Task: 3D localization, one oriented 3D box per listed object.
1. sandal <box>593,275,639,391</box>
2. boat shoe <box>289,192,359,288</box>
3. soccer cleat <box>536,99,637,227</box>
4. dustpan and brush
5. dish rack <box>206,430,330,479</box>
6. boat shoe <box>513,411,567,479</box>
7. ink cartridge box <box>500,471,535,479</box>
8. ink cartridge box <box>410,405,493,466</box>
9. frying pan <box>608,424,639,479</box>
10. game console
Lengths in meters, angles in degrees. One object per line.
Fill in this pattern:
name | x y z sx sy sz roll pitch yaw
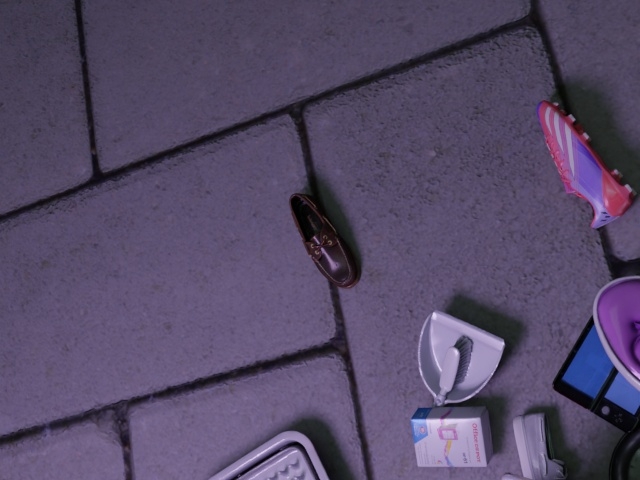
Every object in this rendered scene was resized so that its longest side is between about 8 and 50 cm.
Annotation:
sandal | 0.573 0.208 1.467 0.169 0.102 0.416 -35 67 -3
boat shoe | 0.000 0.000 1.856 0.073 0.073 0.207 -38 65 11
soccer cleat | 0.430 -0.134 1.684 0.095 0.083 0.248 -41 66 16
dustpan and brush | 0.217 0.243 1.690 0.147 0.060 0.211 23 116 28
dish rack | -0.064 0.534 1.743 0.285 0.072 0.333 -35 64 14
boat shoe | 0.363 0.366 1.594 0.063 0.066 0.184 -20 59 21
ink cartridge box | 0.405 0.487 1.451 0.309 0.130 0.272 12 100 25
ink cartridge box | 0.220 0.328 1.655 0.122 0.052 0.089 -6 100 21
frying pan | 0.585 0.320 1.507 0.326 0.053 0.197 -45 64 11
game console | 0.463 0.210 1.565 0.124 0.085 0.144 31 92 49
